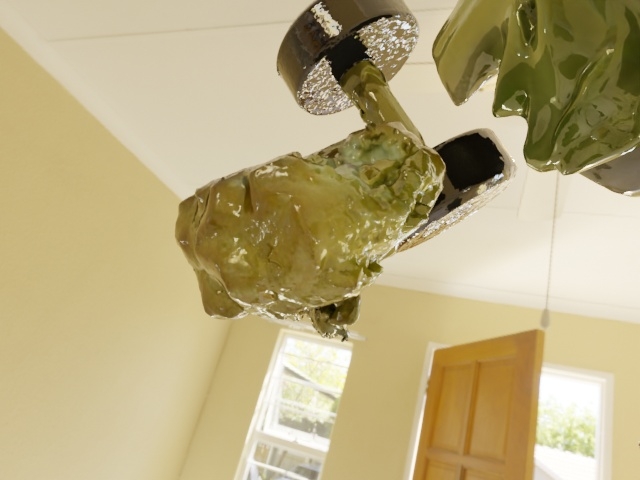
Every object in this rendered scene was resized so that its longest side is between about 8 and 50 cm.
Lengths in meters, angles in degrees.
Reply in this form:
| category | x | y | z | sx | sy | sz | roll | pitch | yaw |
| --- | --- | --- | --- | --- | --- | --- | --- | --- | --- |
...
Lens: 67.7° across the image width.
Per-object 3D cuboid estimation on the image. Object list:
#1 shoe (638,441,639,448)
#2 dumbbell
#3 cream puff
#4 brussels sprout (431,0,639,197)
| category | x | y | z | sx | sy | sz | roll | pitch | yaw |
| --- | --- | --- | --- | --- | --- | --- | --- | --- | --- |
| shoe | 0.364 | 0.252 | 0.434 | 0.089 | 0.092 | 0.180 | 26 | -10 | -6 |
| dumbbell | 0.097 | -0.165 | 0.658 | 0.203 | 0.323 | 0.204 | -28 | -12 | -6 |
| cream puff | 0.001 | 0.000 | 0.471 | 0.281 | 0.185 | 0.282 | -17 | 8 | 2 |
| brussels sprout | 0.351 | -0.216 | 0.398 | 0.424 | 0.343 | 0.361 | 6 | -48 | -23 |
